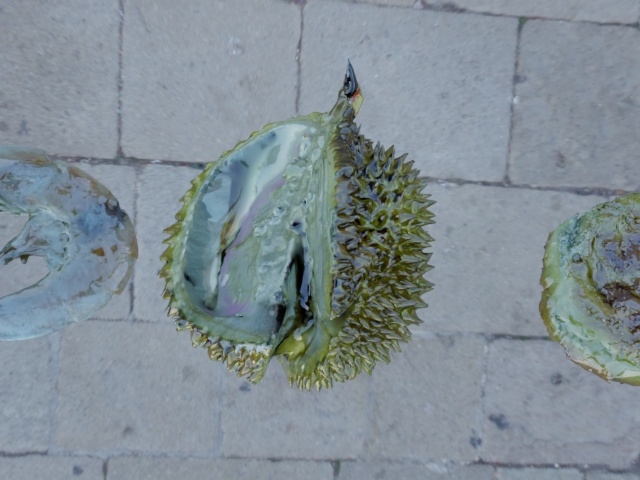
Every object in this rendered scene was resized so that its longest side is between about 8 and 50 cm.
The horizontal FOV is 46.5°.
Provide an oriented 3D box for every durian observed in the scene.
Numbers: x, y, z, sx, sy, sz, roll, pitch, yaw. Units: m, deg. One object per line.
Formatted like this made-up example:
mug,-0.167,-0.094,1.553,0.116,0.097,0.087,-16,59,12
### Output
durian,0.000,0.000,0.551,0.138,0.194,0.237,45,64,-47

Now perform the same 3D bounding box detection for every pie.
pie,0.483,0.073,1.055,0.355,0.103,0.288,-11,60,-11

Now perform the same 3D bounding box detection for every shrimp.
shrimp,-0.406,-0.010,0.914,0.361,0.085,0.246,19,69,-18
